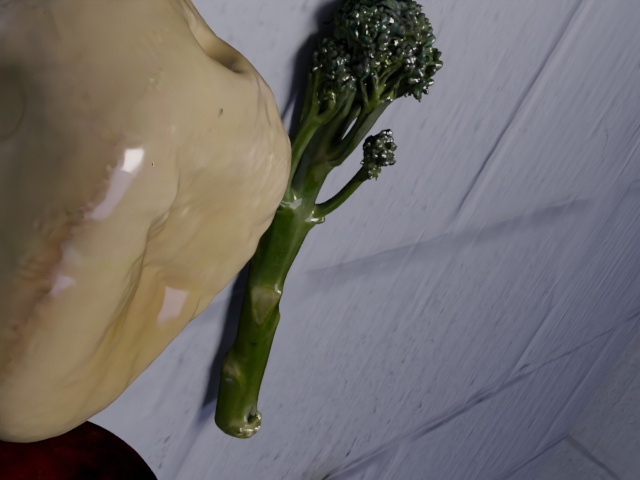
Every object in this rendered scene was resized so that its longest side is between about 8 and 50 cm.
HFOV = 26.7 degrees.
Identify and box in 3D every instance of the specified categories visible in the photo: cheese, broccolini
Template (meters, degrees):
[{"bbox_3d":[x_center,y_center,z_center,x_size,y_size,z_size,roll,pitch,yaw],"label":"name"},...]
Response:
[{"bbox_3d":[-0.104,-0.018,0.616,0.218,0.117,0.235,-33,155,-46],"label":"cheese"},{"bbox_3d":[-0.002,0.003,0.916,0.079,0.074,0.392,-26,146,-38],"label":"broccolini"}]

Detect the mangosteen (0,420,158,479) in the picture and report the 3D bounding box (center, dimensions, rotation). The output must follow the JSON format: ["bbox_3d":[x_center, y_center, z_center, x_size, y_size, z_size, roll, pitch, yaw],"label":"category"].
[{"bbox_3d":[-0.174,0.188,0.754,0.200,0.200,0.200,-43,158,-23],"label":"mangosteen"}]
